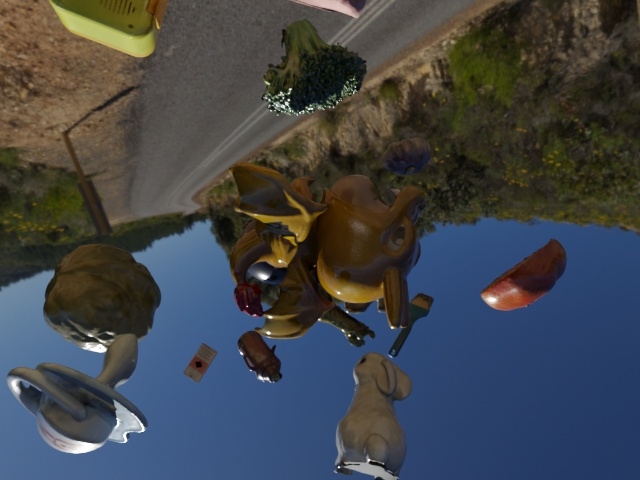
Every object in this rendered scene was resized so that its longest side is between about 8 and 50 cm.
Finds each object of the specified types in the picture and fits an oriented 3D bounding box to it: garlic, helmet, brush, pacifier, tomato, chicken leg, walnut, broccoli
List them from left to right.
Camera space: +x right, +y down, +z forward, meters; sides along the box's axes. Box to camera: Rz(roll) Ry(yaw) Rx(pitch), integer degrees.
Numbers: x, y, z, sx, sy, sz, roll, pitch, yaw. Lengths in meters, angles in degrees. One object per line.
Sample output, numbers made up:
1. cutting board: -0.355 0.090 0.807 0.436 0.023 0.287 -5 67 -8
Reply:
1. pacifier: -0.396 0.248 0.722 0.279 0.227 0.207 -40 -166 42
2. walnut: -0.584 0.157 1.104 0.253 0.277 0.282 -10 -129 25
3. helmet: -0.162 0.057 1.344 0.160 0.279 0.230 -51 -169 -36
4. broccoli: -0.019 -0.505 1.269 0.334 0.272 0.324 -14 159 21
5. chicken leg: 0.020 0.287 1.626 0.201 0.429 0.153 -57 179 -30
6. garlic: 0.279 -0.265 1.314 0.159 0.102 0.147 -12 163 14
7. brush: 0.197 0.189 0.911 0.051 0.014 0.164 16 -116 43
8. tomato: 0.540 0.102 1.066 0.236 0.095 0.237 -35 164 -12

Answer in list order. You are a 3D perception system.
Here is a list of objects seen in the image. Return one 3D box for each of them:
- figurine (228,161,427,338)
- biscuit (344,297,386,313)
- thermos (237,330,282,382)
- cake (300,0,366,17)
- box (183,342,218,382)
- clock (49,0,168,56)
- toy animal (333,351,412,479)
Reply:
1. figurine: 0.003 0.028 0.840 0.387 0.401 0.268 10 -155 17
2. biscuit: 0.212 0.157 1.654 0.236 0.291 0.062 -3 -164 -7
3. thermos: -0.203 0.405 1.390 0.124 0.099 0.232 11 -167 -34
4. cake: -0.075 -0.453 0.460 0.306 0.314 0.293 -4 -144 -48
5. box: -0.292 0.298 0.996 0.083 0.046 0.012 -59 169 -13
6. clock: -0.294 -0.395 0.599 0.143 0.202 0.096 16 178 -22
7. toy animal: 0.155 0.477 1.157 0.258 0.194 0.357 125 -15 -49
